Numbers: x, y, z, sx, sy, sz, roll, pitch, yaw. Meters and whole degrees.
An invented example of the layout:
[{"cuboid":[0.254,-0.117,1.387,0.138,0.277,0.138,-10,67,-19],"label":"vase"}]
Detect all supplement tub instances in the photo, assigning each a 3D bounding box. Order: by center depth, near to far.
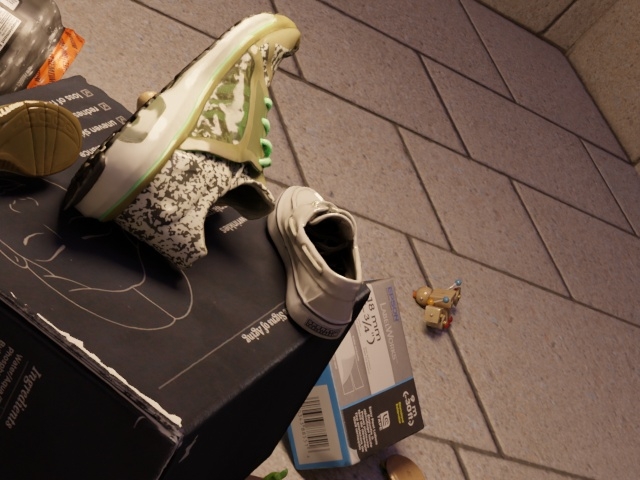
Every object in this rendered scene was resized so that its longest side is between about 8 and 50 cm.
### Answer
[{"cuboid":[-0.522,-0.324,1.884,0.338,0.207,0.207,37,28,-16],"label":"supplement tub"}]

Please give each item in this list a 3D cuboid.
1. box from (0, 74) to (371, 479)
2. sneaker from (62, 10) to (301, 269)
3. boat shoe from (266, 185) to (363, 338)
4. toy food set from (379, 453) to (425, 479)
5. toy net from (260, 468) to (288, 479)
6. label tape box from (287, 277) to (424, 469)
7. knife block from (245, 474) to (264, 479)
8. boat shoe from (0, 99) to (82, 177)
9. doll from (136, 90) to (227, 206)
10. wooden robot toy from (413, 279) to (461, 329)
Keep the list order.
[{"cuboid":[-0.274,0.090,1.464,0.471,0.297,0.480,35,26,12],"label":"box"},{"cuboid":[-0.114,-0.104,1.473,0.182,0.158,0.410,48,46,-9],"label":"sneaker"},{"cuboid":[0.000,0.000,1.487,0.096,0.088,0.267,23,27,-15],"label":"boat shoe"},{"cuboid":[0.130,0.362,2.015,0.083,0.020,0.083,10,43,-47],"label":"toy food set"},{"cuboid":[-0.124,0.353,1.507,0.232,0.122,0.045,-31,68,-26],"label":"toy net"},{"cuboid":[0.065,0.184,1.979,0.333,0.105,0.241,-13,91,-57],"label":"label tape box"},{"cuboid":[-0.031,0.372,1.712,0.276,0.088,0.242,45,27,3],"label":"knife block"},{"cuboid":[-0.336,-0.102,1.324,0.073,0.080,0.223,8,12,32],"label":"boat shoe"},{"cuboid":[-0.155,-0.104,1.558,0.129,0.046,0.189,-7,46,-38],"label":"doll"},{"cuboid":[0.206,0.119,2.433,0.079,0.076,0.173,13,22,17],"label":"wooden robot toy"}]
